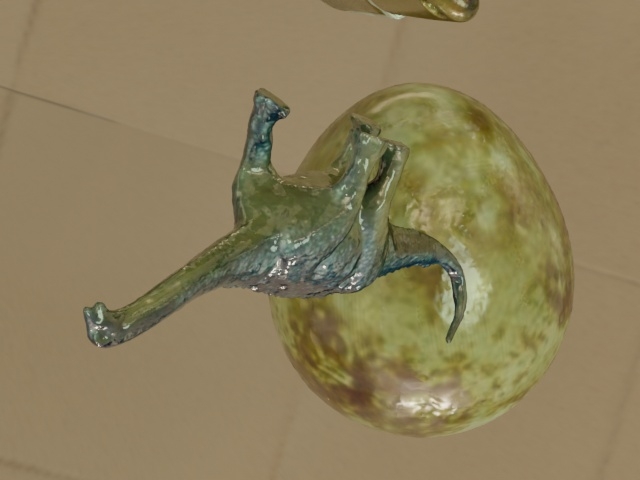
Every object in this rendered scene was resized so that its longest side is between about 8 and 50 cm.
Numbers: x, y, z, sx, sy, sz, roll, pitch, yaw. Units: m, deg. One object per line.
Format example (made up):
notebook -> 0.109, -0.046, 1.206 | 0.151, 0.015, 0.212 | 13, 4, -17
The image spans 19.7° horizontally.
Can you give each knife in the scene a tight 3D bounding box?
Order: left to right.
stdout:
knife -> 0.023, -0.143, 0.976 | 0.061, 0.343, 0.027 | 40, 90, -12

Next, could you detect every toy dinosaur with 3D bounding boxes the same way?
toy dinosaur -> 0.001, -0.010, 1.118 | 0.363, 0.076, 0.147 | -1, 117, -53

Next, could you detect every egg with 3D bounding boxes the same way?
egg -> 0.074, 0.014, 1.419 | 0.238, 0.238, 0.289 | -17, 121, -11
